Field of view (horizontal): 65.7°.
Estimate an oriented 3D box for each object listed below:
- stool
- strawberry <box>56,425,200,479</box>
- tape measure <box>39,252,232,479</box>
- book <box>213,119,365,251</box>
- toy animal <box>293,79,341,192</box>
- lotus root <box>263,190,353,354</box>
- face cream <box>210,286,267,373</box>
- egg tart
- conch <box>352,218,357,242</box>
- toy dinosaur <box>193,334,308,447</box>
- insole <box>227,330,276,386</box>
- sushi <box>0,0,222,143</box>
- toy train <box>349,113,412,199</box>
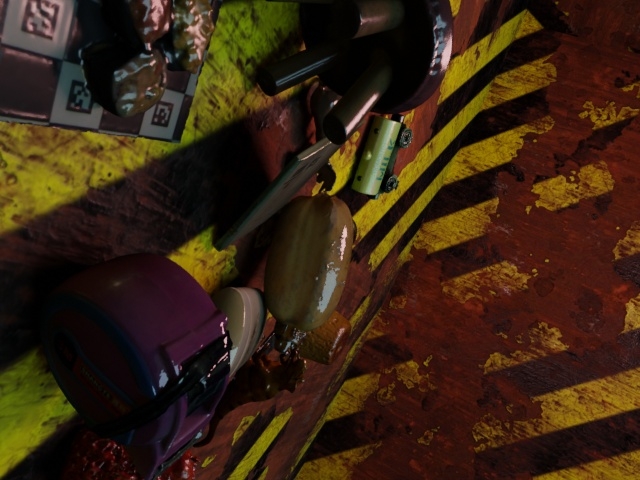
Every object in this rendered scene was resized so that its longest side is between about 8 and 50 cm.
[{"bbox_3d":[0.037,-0.294,0.726,0.178,0.272,0.272,-34,148,-31],"label":"stool"},{"bbox_3d":[-0.290,0.361,0.776,0.184,0.202,0.186,-68,154,-61],"label":"strawberry"},{"bbox_3d":[-0.222,0.140,0.609,0.149,0.231,0.245,-29,158,-52],"label":"tape measure"},{"bbox_3d":[-0.056,-0.095,0.852,0.283,0.025,0.215,-39,-178,42],"label":"book"},{"bbox_3d":[0.005,-0.217,0.996,0.214,0.094,0.186,80,30,-61],"label":"toy animal"},{"bbox_3d":[-0.029,0.065,1.026,0.151,0.169,0.342,46,56,-79],"label":"lotus root"},{"bbox_3d":[-0.159,0.167,0.895,0.348,0.081,0.173,93,14,-84],"label":"face cream"},{"bbox_3d":[-0.002,0.293,1.529,0.202,0.147,0.202,-52,159,-29],"label":"egg tart"},{"bbox_3d":[-0.002,-0.002,1.199,0.187,0.124,0.181,-39,177,11],"label":"conch"},{"bbox_3d":[-0.162,0.309,1.138,0.097,0.208,0.432,19,135,-34],"label":"toy dinosaur"},{"bbox_3d":[-0.187,0.346,1.307,0.309,0.012,0.110,-48,155,-38],"label":"insole"},{"bbox_3d":[-0.178,-0.257,0.470,0.359,0.064,0.343,-13,126,-66],"label":"sushi"},{"bbox_3d":[0.163,-0.233,1.383,0.157,0.105,0.253,-7,120,-53],"label":"toy train"}]
